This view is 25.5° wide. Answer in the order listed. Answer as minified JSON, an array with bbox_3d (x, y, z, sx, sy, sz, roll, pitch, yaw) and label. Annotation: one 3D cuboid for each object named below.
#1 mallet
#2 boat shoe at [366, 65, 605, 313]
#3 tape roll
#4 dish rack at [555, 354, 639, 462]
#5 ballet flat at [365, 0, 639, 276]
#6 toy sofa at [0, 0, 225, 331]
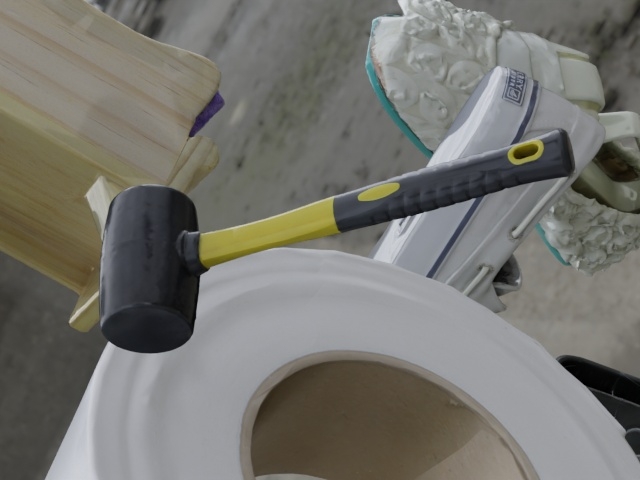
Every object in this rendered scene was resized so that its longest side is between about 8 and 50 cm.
[{"bbox_3d":[0.000,0.000,0.520,0.190,0.039,0.062,-9,55,24],"label":"mallet"},{"bbox_3d":[0.087,0.012,0.906,0.267,0.088,0.096,-61,9,28],"label":"boat shoe"},{"bbox_3d":[0.018,0.137,0.644,0.286,0.286,0.100,-81,15,-51],"label":"tape roll"},{"bbox_3d":[0.236,0.203,0.931,0.271,0.208,0.074,-73,2,-60],"label":"dish rack"},{"bbox_3d":[0.189,-0.095,1.163,0.147,0.409,0.147,-14,63,29],"label":"ballet flat"},{"bbox_3d":[-0.260,-0.106,1.004,0.150,0.363,0.177,-40,25,53],"label":"toy sofa"}]
